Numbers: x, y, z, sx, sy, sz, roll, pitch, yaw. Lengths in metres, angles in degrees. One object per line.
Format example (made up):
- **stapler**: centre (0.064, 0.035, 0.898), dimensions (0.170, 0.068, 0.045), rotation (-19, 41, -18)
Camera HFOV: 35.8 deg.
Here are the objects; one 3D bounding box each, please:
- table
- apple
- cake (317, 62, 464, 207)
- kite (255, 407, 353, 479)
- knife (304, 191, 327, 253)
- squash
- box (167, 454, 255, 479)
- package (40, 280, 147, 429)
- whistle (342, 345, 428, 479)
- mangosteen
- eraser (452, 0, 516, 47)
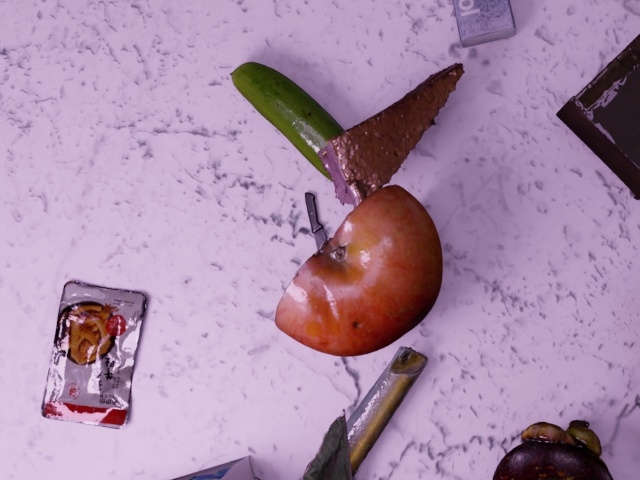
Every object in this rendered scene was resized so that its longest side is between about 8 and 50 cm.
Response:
- **table**: centre (0.494, -0.191, 1.514), dimensions (0.169, 0.172, 0.193), rotation (-44, 86, 3)
- **apple**: centre (0.087, 0.072, 1.520), dimensions (0.163, 0.251, 0.293), rotation (39, 93, 17)
- **cake**: centre (0.110, -0.184, 1.559), dimensions (0.295, 0.116, 0.113), rotation (-46, 104, -16)
- **kite**: centre (-0.019, 0.419, 1.540), dimensions (0.013, 0.268, 0.323), rotation (21, 76, 49)
- **knife**: centre (0.000, 0.000, 1.661), dimensions (0.023, 0.010, 0.170), rotation (-14, 87, 14)
- **squash**: centre (-0.032, -0.198, 1.640), dimensions (0.292, 0.082, 0.082), rotation (45, 94, 9)
- **box**: centre (-0.246, 0.449, 1.577), dimensions (0.274, 0.203, 0.116), rotation (-18, 84, 8)
- **package**: centre (-0.386, 0.197, 1.698), dimensions (0.154, 0.030, 0.239), rotation (8, 87, 7)
- **whistle**: centre (0.065, 0.312, 1.606), dimensions (0.057, 0.068, 0.326), rotation (37, 95, 45)
- **mangosteen**: centre (0.362, 0.364, 1.516), dimensions (0.192, 0.192, 0.217), rotation (15, 51, 9)
- **eraser**: centre (0.255, -0.431, 1.626), dimensions (0.092, 0.046, 0.212), rotation (-12, 85, 8)
